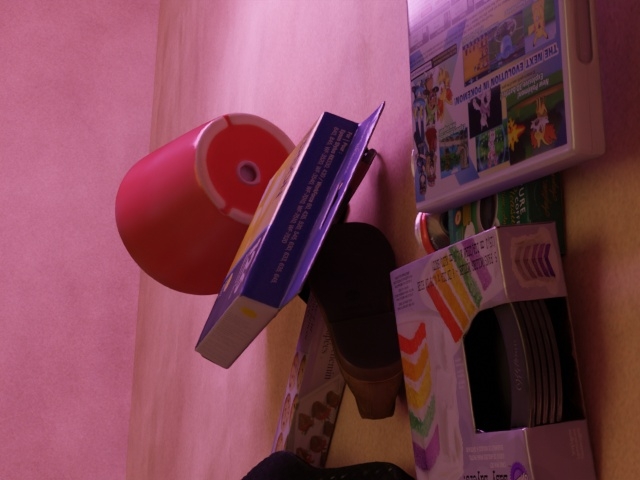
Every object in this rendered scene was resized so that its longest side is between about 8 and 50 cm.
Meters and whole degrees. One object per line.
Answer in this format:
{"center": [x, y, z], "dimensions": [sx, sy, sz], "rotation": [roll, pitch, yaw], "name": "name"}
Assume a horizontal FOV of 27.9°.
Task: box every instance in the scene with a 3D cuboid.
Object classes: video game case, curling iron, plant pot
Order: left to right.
{"center": [-0.163, -0.071, 2.084], "dimensions": [0.243, 0.275, 0.275], "rotation": [-34, 50, 55], "name": "plant pot"}
{"center": [0.002, -0.014, 1.731], "dimensions": [0.274, 0.035, 0.068], "rotation": [-62, 8, 1], "name": "curling iron"}
{"center": [0.162, -0.196, 1.218], "dimensions": [0.329, 0.036, 0.300], "rotation": [159, 110, -69], "name": "video game case"}

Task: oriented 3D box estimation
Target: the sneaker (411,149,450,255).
{"center": [0.143, -0.058, 1.421], "dimensions": [0.065, 0.061, 0.158], "rotation": [-22, 59, 40], "name": "sneaker"}

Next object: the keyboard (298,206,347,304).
{"center": [0.000, 0.000, 1.898], "dimensions": [0.100, 0.038, 0.192], "rotation": [45, 129, 40], "name": "keyboard"}

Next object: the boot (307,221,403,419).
{"center": [0.045, 0.093, 1.585], "dimensions": [0.305, 0.112, 0.115], "rotation": [-98, 2, -52], "name": "boot"}

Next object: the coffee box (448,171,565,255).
{"center": [0.180, -0.012, 1.271], "dimensions": [0.184, 0.040, 0.113], "rotation": [133, 139, -63], "name": "coffee box"}

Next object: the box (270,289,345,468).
{"center": [-0.004, 0.185, 1.756], "dimensions": [0.067, 0.063, 0.324], "rotation": [-119, 40, -62], "name": "box"}

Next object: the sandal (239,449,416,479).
{"center": [-0.007, 0.358, 1.591], "dimensions": [0.167, 0.107, 0.446], "rotation": [-55, 19, -22], "name": "sandal"}

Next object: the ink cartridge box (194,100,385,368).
{"center": [-0.047, -0.014, 1.678], "dimensions": [0.303, 0.072, 0.307], "rotation": [-66, 7, -30], "name": "ink cartridge box"}

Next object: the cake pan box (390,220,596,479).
{"center": [0.154, 0.124, 1.191], "dimensions": [0.267, 0.070, 0.245], "rotation": [154, 109, -69], "name": "cake pan box"}
